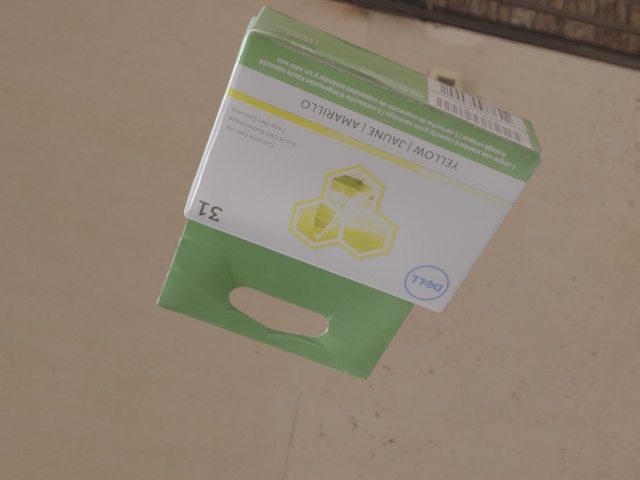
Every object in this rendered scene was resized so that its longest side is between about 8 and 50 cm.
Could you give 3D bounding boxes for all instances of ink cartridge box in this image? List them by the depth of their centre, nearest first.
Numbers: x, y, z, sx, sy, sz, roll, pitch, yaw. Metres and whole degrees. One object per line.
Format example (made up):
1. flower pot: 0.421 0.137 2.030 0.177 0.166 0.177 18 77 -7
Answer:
1. ink cartridge box: 0.000 0.000 0.477 0.056 0.171 0.235 -81 15 -57
